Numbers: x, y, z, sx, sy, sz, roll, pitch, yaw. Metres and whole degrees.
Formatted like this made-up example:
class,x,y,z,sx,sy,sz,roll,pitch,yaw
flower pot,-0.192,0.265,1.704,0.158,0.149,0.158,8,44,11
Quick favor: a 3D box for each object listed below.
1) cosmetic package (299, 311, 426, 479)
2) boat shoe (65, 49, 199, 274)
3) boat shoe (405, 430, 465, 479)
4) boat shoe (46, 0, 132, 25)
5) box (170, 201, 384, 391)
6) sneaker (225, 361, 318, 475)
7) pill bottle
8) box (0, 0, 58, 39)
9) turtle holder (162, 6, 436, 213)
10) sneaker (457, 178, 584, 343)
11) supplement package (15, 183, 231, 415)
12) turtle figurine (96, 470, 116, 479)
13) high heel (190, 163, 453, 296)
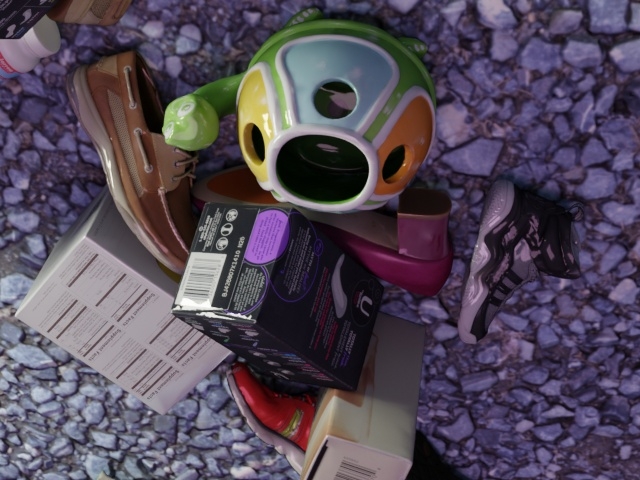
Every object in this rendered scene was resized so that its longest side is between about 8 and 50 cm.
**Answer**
class,x,y,z,sx,sy,sz,roll,pitch,yaw
cosmetic package,0.063,0.249,1.706,0.129,0.296,0.153,19,123,-3
boat shoe,-0.225,-0.107,1.574,0.116,0.123,0.324,-26,94,13
boat shoe,0.157,0.419,1.915,0.120,0.122,0.324,-35,112,31
boat shoe,-0.227,-0.401,1.434,0.110,0.121,0.341,5,142,-42
box,-0.050,0.078,1.561,0.143,0.165,0.270,4,157,34
sneaker,-0.041,0.277,1.882,0.118,0.107,0.279,-40,114,10
pill bottle,-0.435,-0.259,1.570,0.160,0.087,0.087,-16,120,20
box,-0.417,-0.384,1.387,0.163,0.142,0.247,-35,82,28
turtle holder,-0.012,-0.161,1.478,0.320,0.227,0.243,29,125,-11
sneaker,0.285,0.048,1.645,0.153,0.101,0.268,13,123,4
supplement package,-0.257,0.071,1.697,0.263,0.199,0.198,37,122,-15
turtle figurine,-0.303,0.534,2.028,0.266,0.198,0.274,30,120,-6
high heel,0.000,0.000,1.658,0.377,0.127,0.181,10,134,10
